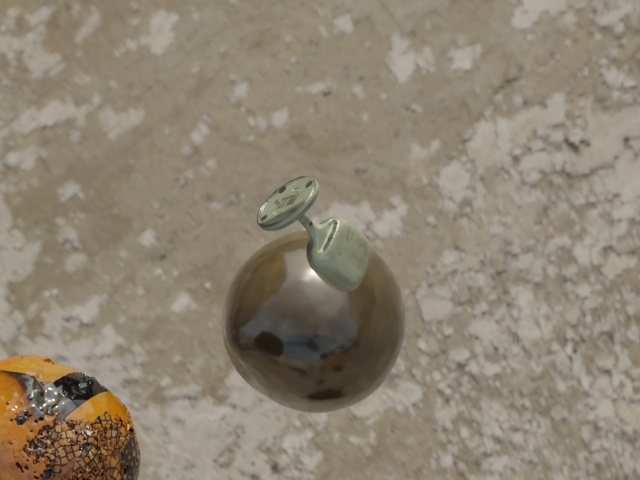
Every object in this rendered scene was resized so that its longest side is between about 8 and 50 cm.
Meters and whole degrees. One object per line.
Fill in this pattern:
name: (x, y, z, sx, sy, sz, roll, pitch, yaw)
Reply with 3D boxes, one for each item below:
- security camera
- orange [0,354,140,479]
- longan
security camera: (0.000, 0.000, 1.007, 0.058, 0.092, 0.058, -29, 30, 18)
orange: (-0.322, 0.245, 1.501, 0.234, 0.234, 0.182, 2, 24, 18)
longan: (-0.012, 0.108, 1.751, 0.258, 0.258, 0.258, -7, 61, 13)
